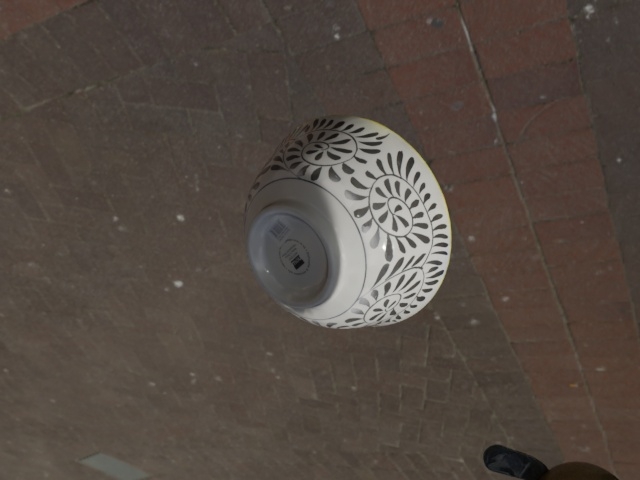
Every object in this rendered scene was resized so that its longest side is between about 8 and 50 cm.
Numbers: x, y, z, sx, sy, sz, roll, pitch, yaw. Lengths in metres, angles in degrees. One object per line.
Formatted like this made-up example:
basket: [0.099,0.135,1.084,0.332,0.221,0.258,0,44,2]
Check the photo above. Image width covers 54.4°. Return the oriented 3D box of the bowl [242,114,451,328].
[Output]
bowl: [0.000,0.000,0.448,0.170,0.080,0.170,13,115,30]

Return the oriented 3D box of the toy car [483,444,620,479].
toy car: [0.229,0.235,0.523,0.189,0.155,0.149,1,167,27]
